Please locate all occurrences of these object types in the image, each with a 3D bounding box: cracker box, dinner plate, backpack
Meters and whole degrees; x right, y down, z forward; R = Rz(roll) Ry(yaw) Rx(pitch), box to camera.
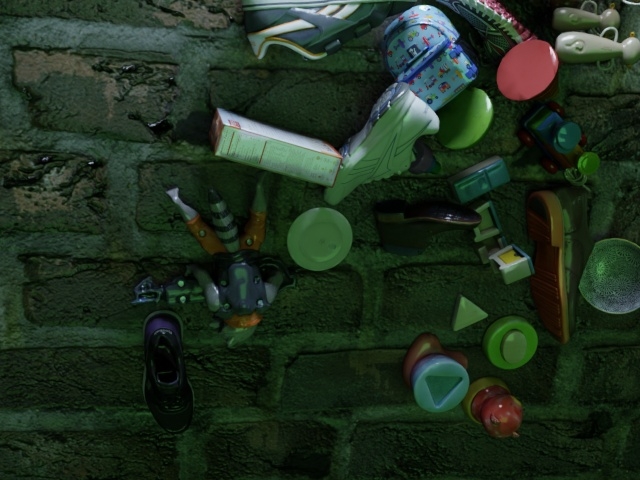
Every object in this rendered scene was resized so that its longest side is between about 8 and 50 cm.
[{"bbox_3d":[-0.089,-0.176,1.471,0.232,0.156,0.067,15,106,-16],"label":"cracker box"},{"bbox_3d":[0.000,0.000,1.631,0.141,0.017,0.141,-5,112,-12],"label":"dinner plate"},{"bbox_3d":[0.199,-0.349,1.481,0.158,0.117,0.173,-33,108,26],"label":"backpack"}]

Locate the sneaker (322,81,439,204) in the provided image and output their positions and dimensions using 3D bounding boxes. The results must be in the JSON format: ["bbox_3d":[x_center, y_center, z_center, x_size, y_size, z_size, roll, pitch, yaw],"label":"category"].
[{"bbox_3d":[0.109,-0.161,1.503,0.129,0.111,0.297,32,127,-16],"label":"sneaker"}]

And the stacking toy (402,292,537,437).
[{"bbox_3d":[0.364,0.295,1.756,0.309,0.130,0.280,24,103,-20],"label":"stacking toy"}]

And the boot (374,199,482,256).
[{"bbox_3d":[0.223,-0.021,1.619,0.219,0.082,0.106,6,123,17],"label":"boot"}]

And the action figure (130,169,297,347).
[{"bbox_3d":[-0.213,0.055,1.523,0.341,0.178,0.330,-14,102,-9],"label":"action figure"}]

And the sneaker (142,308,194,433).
[{"bbox_3d":[-0.321,0.296,1.608,0.107,0.124,0.283,-8,111,-9],"label":"sneaker"}]

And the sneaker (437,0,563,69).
[{"bbox_3d":[0.334,-0.397,1.509,0.299,0.121,0.112,33,120,-16],"label":"sneaker"}]

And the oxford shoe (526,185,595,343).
[{"bbox_3d":[0.547,0.057,1.715,0.132,0.130,0.364,-14,112,-14],"label":"oxford shoe"}]

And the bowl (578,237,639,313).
[{"bbox_3d":[0.673,0.076,1.757,0.080,0.170,0.170,-10,120,-56],"label":"bowl"}]

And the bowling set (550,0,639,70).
[{"bbox_3d":[0.523,-0.470,1.462,0.154,0.200,0.287,6,106,7],"label":"bowling set"}]

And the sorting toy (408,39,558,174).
[{"bbox_3d":[0.329,-0.235,1.533,0.365,0.127,0.126,-36,145,28],"label":"sorting toy"}]

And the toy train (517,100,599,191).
[{"bbox_3d":[0.532,-0.169,1.616,0.105,0.143,0.248,-44,112,6],"label":"toy train"}]

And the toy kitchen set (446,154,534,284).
[{"bbox_3d":[0.377,-0.044,1.615,0.122,0.166,0.207,-27,113,-2],"label":"toy kitchen set"}]

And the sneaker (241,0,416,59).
[{"bbox_3d":[0.020,-0.401,1.433,0.321,0.126,0.128,-5,107,1],"label":"sneaker"}]
